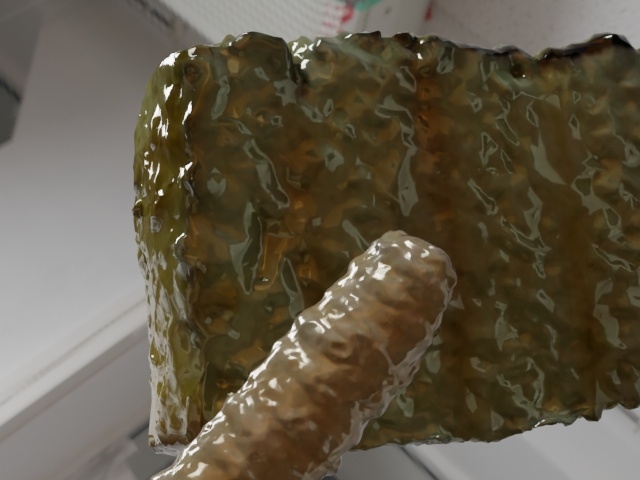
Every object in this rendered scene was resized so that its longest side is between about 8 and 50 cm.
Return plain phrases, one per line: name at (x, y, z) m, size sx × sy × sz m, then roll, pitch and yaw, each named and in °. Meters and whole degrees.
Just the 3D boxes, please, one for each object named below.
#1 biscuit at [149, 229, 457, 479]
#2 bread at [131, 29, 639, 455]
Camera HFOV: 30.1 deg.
biscuit at (-0.024, 0.089, 0.486) m, size 0.055 × 0.219 × 0.061 m, roll 43°, pitch -9°, yaw -14°
bread at (0.070, 0.009, 0.775) m, size 0.264 × 0.395 × 0.239 m, roll 152°, pitch -68°, yaw -71°
